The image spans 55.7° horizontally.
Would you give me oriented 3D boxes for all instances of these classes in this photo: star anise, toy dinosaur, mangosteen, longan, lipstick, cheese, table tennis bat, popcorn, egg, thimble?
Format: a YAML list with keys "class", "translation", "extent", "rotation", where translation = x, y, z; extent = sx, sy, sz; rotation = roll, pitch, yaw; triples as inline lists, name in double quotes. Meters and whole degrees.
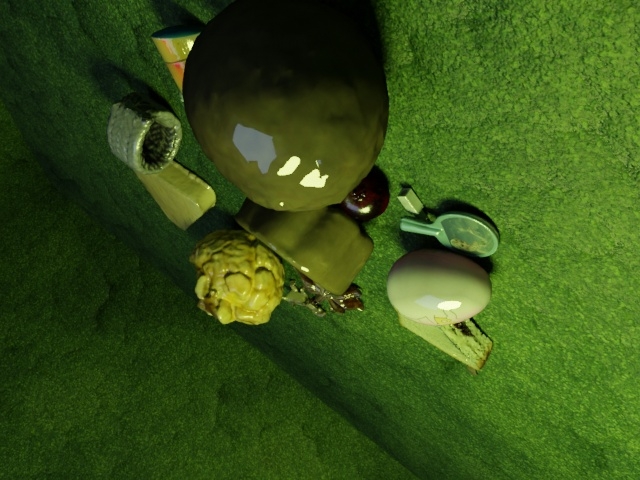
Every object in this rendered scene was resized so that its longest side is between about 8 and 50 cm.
- class: "star anise"
  translation: [0.024, 0.163, 2.072]
  extent: [0.288, 0.088, 0.288]
  rotation: [19, 140, 17]
- class: "toy dinosaur"
  translation: [-0.100, 0.239, 2.415]
  extent: [0.251, 0.072, 0.200]
  rotation: [-4, 140, 46]
- class: "mangosteen"
  translation: [0.106, -0.108, 1.483]
  extent: [0.140, 0.140, 0.140]
  rotation: [33, 154, 18]
- class: "longan"
  translation: [-0.066, -0.271, 1.171]
  extent: [0.404, 0.403, 0.436]
  rotation: [62, 175, -38]
- class: "lipstick"
  translation: [0.233, -0.070, 1.450]
  extent: [0.129, 0.030, 0.030]
  rotation: [49, 155, -27]
- class: "cheese"
  translation: [-0.533, -0.180, 2.312]
  extent: [0.383, 0.104, 0.384]
  rotation: [33, 154, 18]
- class: "table tennis bat"
  translation: [0.294, -0.021, 1.396]
  extent: [0.237, 0.038, 0.149]
  rotation: [13, 148, 28]
- class: "popcorn"
  translation: [-0.294, 0.135, 2.236]
  extent: [0.344, 0.353, 0.390]
  rotation: [39, -150, -52]
- class: "egg"
  translation: [0.288, 0.117, 1.481]
  extent: [0.271, 0.196, 0.196]
  rotation: [15, 145, 40]
- class: "thimble"
  translation: [-0.574, -0.346, 1.963]
  extent: [0.157, 0.217, 0.246]
  rotation: [33, 147, 17]

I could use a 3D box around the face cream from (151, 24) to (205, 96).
- class: "face cream"
  translation: [-0.311, -0.427, 1.569]
  extent: [0.139, 0.067, 0.285]
  rotation: [-15, 133, 10]

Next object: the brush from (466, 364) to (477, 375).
- class: "brush"
  translation: [0.447, 0.363, 1.854]
  extent: [0.034, 0.027, 0.190]
  rotation: [22, 150, 41]

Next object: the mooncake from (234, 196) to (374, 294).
- class: "mooncake"
  translation: [-0.036, -0.029, 1.633]
  extent: [0.378, 0.201, 0.378]
  rotation: [37, 179, 1]

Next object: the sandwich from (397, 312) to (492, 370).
- class: "sandwich"
  translation: [0.343, 0.223, 1.687]
  extent: [0.288, 0.100, 0.254]
  rotation: [31, 154, 25]

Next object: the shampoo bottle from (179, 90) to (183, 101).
- class: "shampoo bottle"
  translation: [-0.367, -0.426, 1.716]
  extent: [0.056, 0.056, 0.195]
  rotation: [49, 154, -15]
